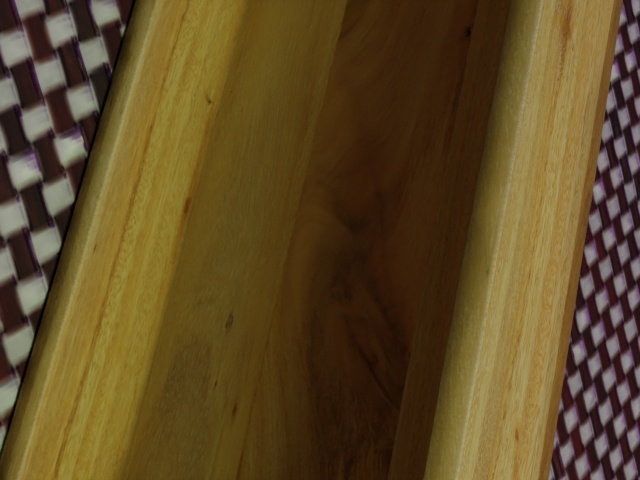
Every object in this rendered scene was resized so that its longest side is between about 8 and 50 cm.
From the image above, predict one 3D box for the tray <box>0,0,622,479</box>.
[{"bbox_3d":[0.000,0.000,0.760,0.076,0.203,0.410,43,50,-46],"label":"tray"}]
